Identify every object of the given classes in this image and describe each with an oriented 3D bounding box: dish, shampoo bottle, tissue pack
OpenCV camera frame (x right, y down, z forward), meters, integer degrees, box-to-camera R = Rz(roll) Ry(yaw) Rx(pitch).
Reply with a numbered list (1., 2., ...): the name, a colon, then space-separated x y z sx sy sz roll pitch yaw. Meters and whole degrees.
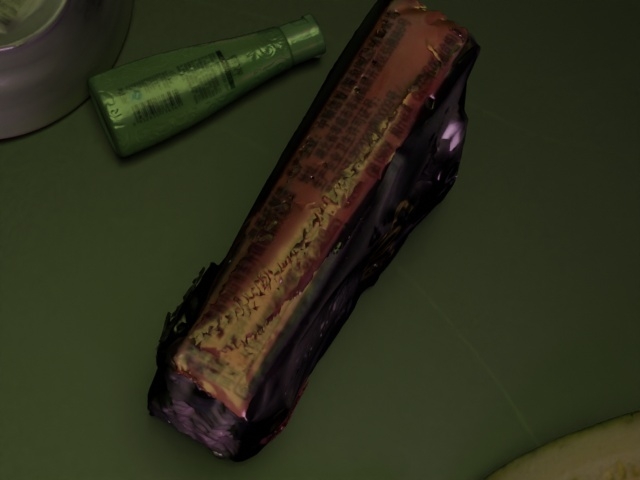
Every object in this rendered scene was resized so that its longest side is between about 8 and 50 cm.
1. dish: -0.263 -0.210 1.383 0.260 0.085 0.260 1 87 -17
2. shampoo bottle: -0.087 -0.133 1.437 0.190 0.041 0.069 -24 89 -12
3. tissue pack: 0.000 0.000 1.313 0.123 0.245 0.332 32 75 3

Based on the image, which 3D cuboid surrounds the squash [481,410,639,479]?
1. squash: 0.225 0.220 1.315 0.260 0.189 0.189 -5 78 -11
